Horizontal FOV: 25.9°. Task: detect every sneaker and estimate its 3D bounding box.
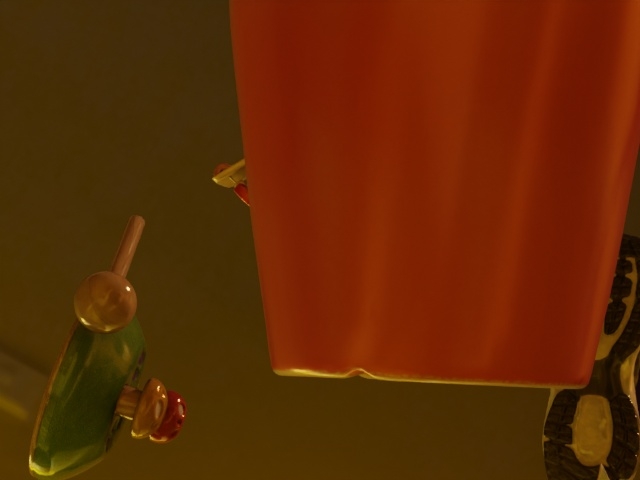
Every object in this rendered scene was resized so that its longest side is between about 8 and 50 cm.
[{"bbox_3d":[0.390,0.186,1.976,0.182,0.158,0.410,71,-149,-64],"label":"sneaker"}]

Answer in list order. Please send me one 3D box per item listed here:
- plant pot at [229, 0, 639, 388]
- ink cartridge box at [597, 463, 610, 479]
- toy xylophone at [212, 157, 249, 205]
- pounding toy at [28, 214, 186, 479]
[{"bbox_3d":[0.071,-0.034,0.858,0.275,0.275,0.243,136,138,-82],"label":"plant pot"},{"bbox_3d":[0.232,0.344,1.252,0.056,0.171,0.235,-7,39,29],"label":"ink cartridge box"},{"bbox_3d":[0.000,0.000,1.696,0.081,0.322,0.236,-45,-13,3],"label":"toy xylophone"},{"bbox_3d":[-0.171,0.122,1.252,0.183,0.110,0.237,-66,-5,-67],"label":"pounding toy"}]
